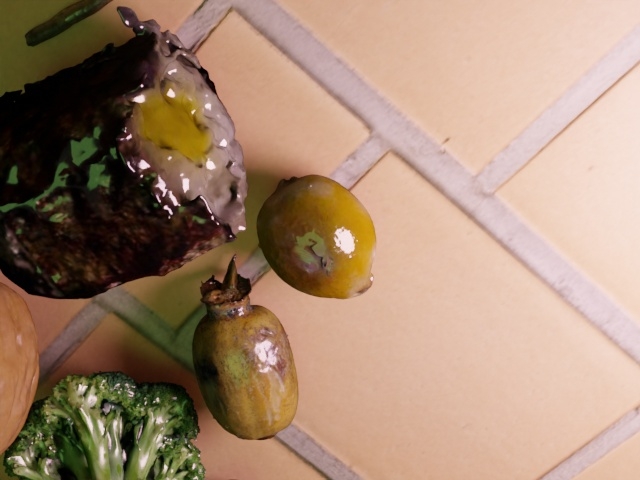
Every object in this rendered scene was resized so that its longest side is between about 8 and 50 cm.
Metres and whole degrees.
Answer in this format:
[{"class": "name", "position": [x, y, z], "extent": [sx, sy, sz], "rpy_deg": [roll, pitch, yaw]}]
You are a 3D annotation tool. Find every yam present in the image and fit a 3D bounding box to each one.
[{"class": "yam", "position": [-0.296, -0.315, 1.515], "extent": [0.234, 0.029, 0.027], "rpy_deg": [-23, 138, 19]}]

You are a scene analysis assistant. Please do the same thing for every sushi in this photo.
[{"class": "sushi", "position": [-0.267, -0.098, 1.476], "extent": [0.294, 0.299, 0.281], "rpy_deg": [-23, 134, 23]}]

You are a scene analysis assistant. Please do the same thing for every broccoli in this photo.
[{"class": "broccoli", "position": [-0.324, 0.321, 1.728], "extent": [0.294, 0.245, 0.265], "rpy_deg": [-12, 133, -18]}]

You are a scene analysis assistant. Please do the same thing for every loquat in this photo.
[{"class": "loquat", "position": [0.000, 0.000, 1.557], "extent": [0.152, 0.152, 0.195], "rpy_deg": [-30, 100, 23]}]

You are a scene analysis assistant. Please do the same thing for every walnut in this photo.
[{"class": "walnut", "position": [-0.536, 0.194, 1.629], "extent": [0.277, 0.252, 0.313], "rpy_deg": [5, 86, 28]}]

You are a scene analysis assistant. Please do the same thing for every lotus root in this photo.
[{"class": "lotus root", "position": [-0.115, 0.165, 1.668], "extent": [0.154, 0.154, 0.278], "rpy_deg": [-5, 111, 13]}]

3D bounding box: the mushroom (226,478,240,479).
[{"class": "mushroom", "position": [-0.240, 0.582, 1.864], "extent": [0.397, 0.224, 0.314], "rpy_deg": [-18, 115, 20]}]
